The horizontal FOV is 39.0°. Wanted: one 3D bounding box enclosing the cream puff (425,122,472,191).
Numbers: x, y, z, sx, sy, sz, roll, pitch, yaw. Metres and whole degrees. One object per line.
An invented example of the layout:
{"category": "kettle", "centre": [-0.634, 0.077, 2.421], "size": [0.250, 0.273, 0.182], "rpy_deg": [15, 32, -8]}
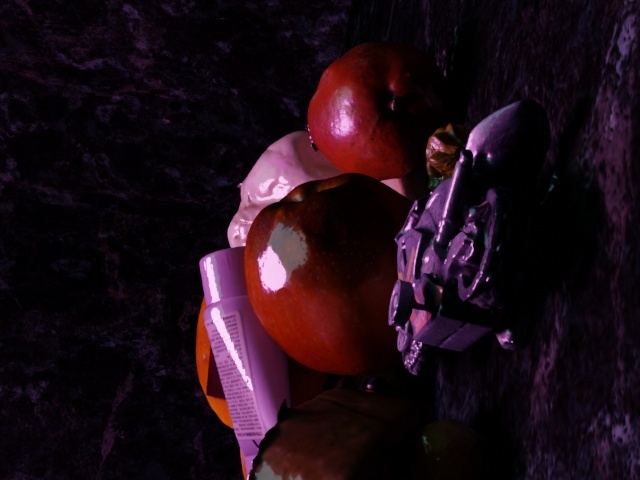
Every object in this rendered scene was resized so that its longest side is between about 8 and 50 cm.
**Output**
{"category": "cream puff", "centre": [0.144, -0.079, 0.949], "size": [0.058, 0.083, 0.083], "rpy_deg": [17, 87, 45]}

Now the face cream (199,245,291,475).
{"category": "face cream", "centre": [-0.081, 0.147, 1.080], "size": [0.154, 0.096, 0.273], "rpy_deg": [-29, 68, 59]}

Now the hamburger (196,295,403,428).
{"category": "hamburger", "centre": [-0.024, 0.143, 1.255], "size": [0.291, 0.225, 0.290], "rpy_deg": [-16, 70, 50]}

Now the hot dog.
{"category": "hot dog", "centre": [0.096, 0.295, 0.781], "size": [0.083, 0.068, 0.288], "rpy_deg": [-5, -72, -58]}

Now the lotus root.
{"category": "lotus root", "centre": [0.005, 0.332, 0.809], "size": [0.390, 0.111, 0.375], "rpy_deg": [-64, -30, -25]}

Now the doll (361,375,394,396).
{"category": "doll", "centre": [0.022, 0.265, 0.976], "size": [0.248, 0.127, 0.088], "rpy_deg": [-53, -15, -34]}

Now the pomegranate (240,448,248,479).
{"category": "pomegranate", "centre": [-0.030, 0.343, 1.400], "size": [0.215, 0.216, 0.215], "rpy_deg": [-172, 90, -86]}

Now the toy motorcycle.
{"category": "toy motorcycle", "centre": [0.120, 0.010, 0.777], "size": [0.307, 0.108, 0.173], "rpy_deg": [114, 169, -66]}

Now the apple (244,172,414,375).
{"category": "apple", "centre": [0.030, 0.030, 0.990], "size": [0.230, 0.230, 0.229], "rpy_deg": [-172, 90, -86]}

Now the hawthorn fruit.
{"category": "hawthorn fruit", "centre": [0.080, -0.158, 1.118], "size": [0.202, 0.185, 0.185], "rpy_deg": [-159, 77, -82]}

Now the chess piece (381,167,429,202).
{"category": "chess piece", "centre": [0.102, -0.131, 1.291], "size": [0.137, 0.137, 0.300], "rpy_deg": [104, 162, -53]}

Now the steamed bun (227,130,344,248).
{"category": "steamed bun", "centre": [0.000, 0.000, 1.451], "size": [0.320, 0.275, 0.206], "rpy_deg": [51, -161, -43]}
